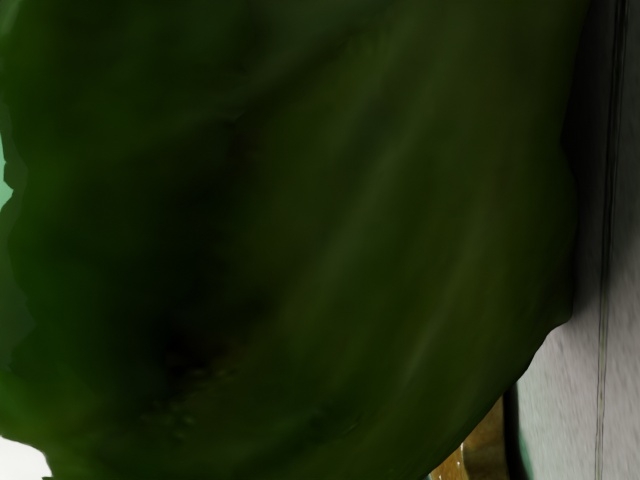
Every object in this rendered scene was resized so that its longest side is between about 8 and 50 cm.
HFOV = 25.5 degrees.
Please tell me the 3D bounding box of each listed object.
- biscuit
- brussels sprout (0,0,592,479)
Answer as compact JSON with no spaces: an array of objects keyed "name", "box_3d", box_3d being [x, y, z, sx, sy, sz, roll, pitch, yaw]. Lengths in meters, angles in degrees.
[{"name":"biscuit","box_3d":[0.084,0.104,0.793,0.166,0.036,0.225,-117,22,-81]},{"name":"brussels sprout","box_3d":[-0.041,-0.049,0.512,0.276,0.315,0.371,47,147,42]}]
